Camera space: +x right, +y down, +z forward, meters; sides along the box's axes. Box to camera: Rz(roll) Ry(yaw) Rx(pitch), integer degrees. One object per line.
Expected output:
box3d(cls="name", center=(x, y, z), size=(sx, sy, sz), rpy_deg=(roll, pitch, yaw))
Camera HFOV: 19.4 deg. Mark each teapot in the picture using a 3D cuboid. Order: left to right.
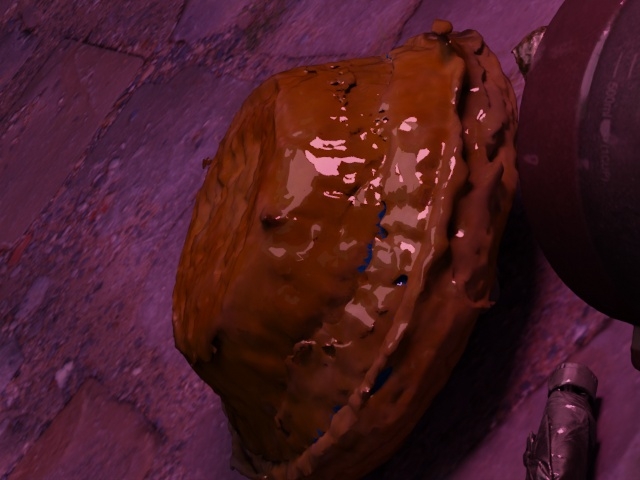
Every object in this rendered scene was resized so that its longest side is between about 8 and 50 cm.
box3d(cls="teapot", center=(0.282, -0.007, 1.002), size=(0.312, 0.233, 0.315), rpy_deg=(11, 94, 56))

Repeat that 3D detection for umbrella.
box3d(cls="umbrella", center=(0.141, 0.157, 1.161), size=(0.050, 0.046, 0.188), rpy_deg=(-32, 32, 41))

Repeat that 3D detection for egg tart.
box3d(cls="egg tart", center=(0.000, 0.000, 1.395), size=(0.388, 0.169, 0.388), rpy_deg=(-53, 23, 36))

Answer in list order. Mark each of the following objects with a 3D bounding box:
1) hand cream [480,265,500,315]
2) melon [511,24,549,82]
box3d(cls="hand cream", center=(0.107, -0.038, 1.464), size=(0.079, 0.048, 0.255), rpy_deg=(-46, 27, 27))
box3d(cls="melon", center=(0.196, -0.101, 1.350), size=(0.202, 0.139, 0.093), rpy_deg=(-60, 6, -15))
